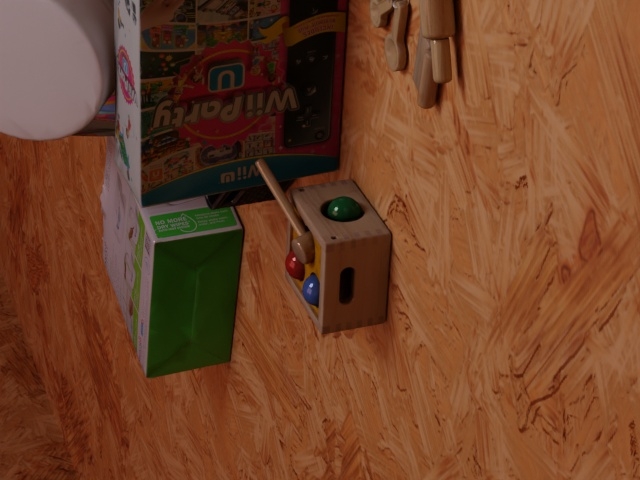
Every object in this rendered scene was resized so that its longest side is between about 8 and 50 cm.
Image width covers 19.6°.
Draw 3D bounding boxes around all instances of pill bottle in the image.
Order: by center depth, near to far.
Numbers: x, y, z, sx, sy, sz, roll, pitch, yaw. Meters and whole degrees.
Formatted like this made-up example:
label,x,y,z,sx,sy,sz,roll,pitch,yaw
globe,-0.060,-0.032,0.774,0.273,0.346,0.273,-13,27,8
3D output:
label,x,y,z,sx,sy,sz,roll,pitch,yaw
pill bottle,-0.255,-0.289,2.025,0.392,0.224,0.224,-65,-16,-50

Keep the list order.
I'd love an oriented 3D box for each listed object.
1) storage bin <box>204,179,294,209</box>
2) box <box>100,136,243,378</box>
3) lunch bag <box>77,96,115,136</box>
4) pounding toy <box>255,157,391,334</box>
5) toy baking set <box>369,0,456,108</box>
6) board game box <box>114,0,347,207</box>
label,x,y,z,sx,sy,sz,roll,pitch,yaw
storage bin,-0.096,-0.137,2.127,0.122,0.084,0.180,136,121,-68
box,-0.204,0.007,2.462,0.262,0.127,0.231,98,156,-44
lunch bag,-0.253,-0.185,2.266,0.279,0.224,0.107,9,-97,-76
pounding toy,0.000,0.000,1.875,0.130,0.100,0.141,-124,30,-51
toy baking set,0.069,-0.248,1.647,0.197,0.030,0.256,-144,47,-65
board game box,-0.090,-0.199,1.851,0.097,0.224,0.303,-125,30,-47
